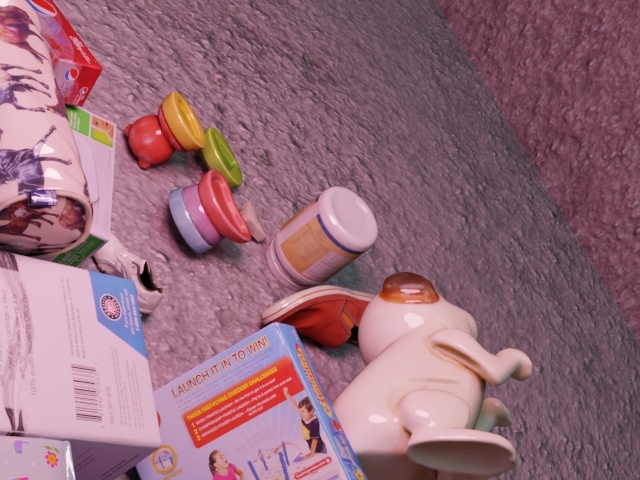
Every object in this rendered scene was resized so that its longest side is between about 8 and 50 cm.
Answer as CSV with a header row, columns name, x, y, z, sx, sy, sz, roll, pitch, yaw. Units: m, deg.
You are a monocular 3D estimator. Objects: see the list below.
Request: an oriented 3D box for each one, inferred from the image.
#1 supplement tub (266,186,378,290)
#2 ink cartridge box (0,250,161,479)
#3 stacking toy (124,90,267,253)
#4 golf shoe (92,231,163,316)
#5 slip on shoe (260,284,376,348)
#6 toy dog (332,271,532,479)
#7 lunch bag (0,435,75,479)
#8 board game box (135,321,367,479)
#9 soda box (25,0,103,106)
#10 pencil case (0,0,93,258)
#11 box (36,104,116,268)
name,x,y,z,sx,sy,sz,roll,pitch,yaw
supplement tub,0.000,0.000,2.195,0.144,0.199,0.144,29,41,-29
ink cartridge box,-0.446,0.174,1.553,0.395,0.166,0.286,17,47,-41
stacking toy,-0.243,-0.104,2.141,0.309,0.130,0.279,67,11,17
golf shoe,-0.324,0.042,1.888,0.176,0.086,0.069,55,36,8
slip on shoe,0.017,0.156,2.154,0.331,0.123,0.101,11,55,-50
toy dog,0.152,0.255,1.851,0.395,0.285,0.408,3,42,8
lunch bag,-0.404,0.378,1.350,0.223,0.160,0.262,19,46,-49
board game box,-0.116,0.328,1.665,0.302,0.308,0.086,64,14,17
soda box,-0.477,-0.342,1.884,0.092,0.083,0.263,5,39,-49
pencil case,-0.465,-0.181,1.644,0.183,0.160,0.410,16,46,-53
box,-0.472,-0.113,1.827,0.231,0.126,0.262,27,42,-34
